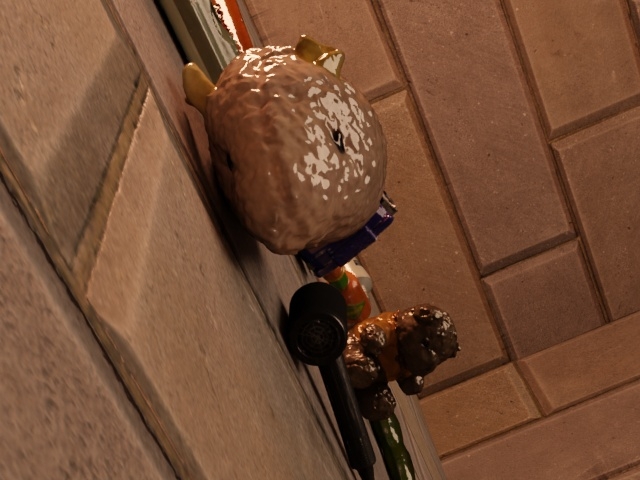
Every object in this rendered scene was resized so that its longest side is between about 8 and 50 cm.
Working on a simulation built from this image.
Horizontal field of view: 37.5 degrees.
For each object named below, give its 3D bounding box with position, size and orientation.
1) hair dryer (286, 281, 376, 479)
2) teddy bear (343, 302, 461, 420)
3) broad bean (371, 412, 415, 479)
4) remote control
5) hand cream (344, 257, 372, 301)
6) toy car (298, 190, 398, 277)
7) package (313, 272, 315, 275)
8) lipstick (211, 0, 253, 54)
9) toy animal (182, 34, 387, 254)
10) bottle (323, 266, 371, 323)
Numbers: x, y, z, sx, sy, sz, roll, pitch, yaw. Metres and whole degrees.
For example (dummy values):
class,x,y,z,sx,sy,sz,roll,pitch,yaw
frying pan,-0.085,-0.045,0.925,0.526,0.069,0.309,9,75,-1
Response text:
class,x,y,z,sx,sy,sz,roll,pitch,yaw
hair dryer,0.026,0.179,1.081,0.128,0.070,0.256,-85,157,-81
teddy bear,0.114,0.164,1.415,0.177,0.190,0.140,56,17,-46
broad bean,0.125,0.355,1.535,0.060,0.043,0.298,49,17,-46
remote control,-0.176,-0.325,1.157,0.128,0.065,0.335,-112,177,-63
hand cream,0.034,0.026,2.184,0.341,0.077,0.124,60,-1,42
toy car,0.004,-0.073,1.553,0.158,0.172,0.235,47,10,-34
package,0.000,0.000,1.672,0.047,0.071,0.131,57,7,-36
lipstick,-0.124,-0.266,1.480,0.077,0.077,0.418,62,5,-53
toy animal,-0.026,-0.103,1.037,0.358,0.188,0.227,-8,79,-87
bottle,0.042,0.092,1.779,0.187,0.069,0.069,60,8,-53
